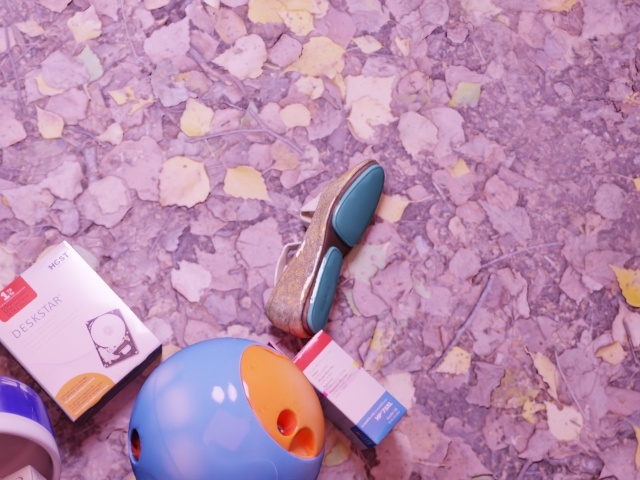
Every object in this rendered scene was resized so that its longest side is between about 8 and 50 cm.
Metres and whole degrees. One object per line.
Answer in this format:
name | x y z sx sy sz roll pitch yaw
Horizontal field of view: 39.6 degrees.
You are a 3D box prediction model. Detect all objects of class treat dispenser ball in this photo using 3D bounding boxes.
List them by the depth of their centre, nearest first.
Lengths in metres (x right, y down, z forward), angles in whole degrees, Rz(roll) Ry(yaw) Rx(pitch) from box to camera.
treat dispenser ball | -0.135 0.286 1.303 0.288 0.288 0.288 3 72 -9

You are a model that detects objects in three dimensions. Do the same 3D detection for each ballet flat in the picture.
ballet flat | 0.000 0.000 1.519 0.123 0.123 0.348 24 68 -2

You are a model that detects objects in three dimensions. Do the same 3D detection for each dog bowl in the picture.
dog bowl | -0.505 0.309 1.240 0.265 0.264 0.104 -18 47 -14

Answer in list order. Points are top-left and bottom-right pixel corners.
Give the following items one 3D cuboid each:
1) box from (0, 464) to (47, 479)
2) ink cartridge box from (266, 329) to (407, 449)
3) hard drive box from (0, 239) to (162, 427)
box | -0.496 0.453 1.213 0.311 0.148 0.121 -26 48 -6
ink cartridge box | 0.018 0.227 1.428 0.231 0.134 0.078 43 72 5
hard drive box | -0.395 0.148 1.409 0.232 0.089 0.181 45 71 6
